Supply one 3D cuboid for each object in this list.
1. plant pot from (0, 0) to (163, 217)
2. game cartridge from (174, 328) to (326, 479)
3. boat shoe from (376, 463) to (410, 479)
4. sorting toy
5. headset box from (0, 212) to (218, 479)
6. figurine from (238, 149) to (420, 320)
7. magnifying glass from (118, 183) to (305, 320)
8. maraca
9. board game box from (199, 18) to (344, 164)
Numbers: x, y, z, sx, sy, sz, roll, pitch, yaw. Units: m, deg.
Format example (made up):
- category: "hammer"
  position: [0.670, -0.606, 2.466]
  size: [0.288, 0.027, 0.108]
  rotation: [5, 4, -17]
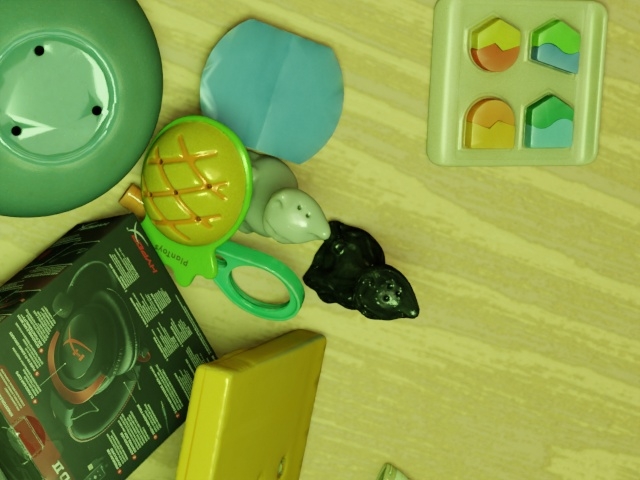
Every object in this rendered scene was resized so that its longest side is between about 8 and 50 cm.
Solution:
- category: "plant pot"
  position: [-0.284, -0.153, 1.779]
  size: [0.290, 0.195, 0.290]
  rotation: [-3, 101, -17]
- category: "game cartridge"
  position: [-0.086, 0.248, 1.869]
  size: [0.052, 0.323, 0.285]
  rotation: [13, 97, 17]
- category: "boat shoe"
  position: [0.049, 0.330, 2.054]
  size: [0.048, 0.056, 0.153]
  rotation: [40, 85, -11]
- category: "sorting toy"
  position: [0.227, -0.179, 2.018]
  size: [0.208, 0.038, 0.193]
  rotation: [0, 101, -17]
- category: "headset box"
  position: [-0.262, 0.142, 1.818]
  size: [0.293, 0.110, 0.218]
  rotation: [-44, 113, -39]
- category: "figurine"
  position: [0.000, 0.000, 1.890]
  size: [0.215, 0.209, 0.092]
  rotation: [40, 87, -20]
- category: "magnifying glass"
  position: [-0.118, 0.014, 1.932]
  size: [0.231, 0.092, 0.026]
  rotation: [36, 51, -10]
- category: "maraca"
  position: [-0.135, -0.041, 1.853]
  size: [0.127, 0.099, 0.186]
  rotation: [27, 113, 19]
- category: "board game box"
  position: [-0.057, -0.163, 1.936]
  size: [0.168, 0.033, 0.133]
  rotation: [17, 90, -25]
